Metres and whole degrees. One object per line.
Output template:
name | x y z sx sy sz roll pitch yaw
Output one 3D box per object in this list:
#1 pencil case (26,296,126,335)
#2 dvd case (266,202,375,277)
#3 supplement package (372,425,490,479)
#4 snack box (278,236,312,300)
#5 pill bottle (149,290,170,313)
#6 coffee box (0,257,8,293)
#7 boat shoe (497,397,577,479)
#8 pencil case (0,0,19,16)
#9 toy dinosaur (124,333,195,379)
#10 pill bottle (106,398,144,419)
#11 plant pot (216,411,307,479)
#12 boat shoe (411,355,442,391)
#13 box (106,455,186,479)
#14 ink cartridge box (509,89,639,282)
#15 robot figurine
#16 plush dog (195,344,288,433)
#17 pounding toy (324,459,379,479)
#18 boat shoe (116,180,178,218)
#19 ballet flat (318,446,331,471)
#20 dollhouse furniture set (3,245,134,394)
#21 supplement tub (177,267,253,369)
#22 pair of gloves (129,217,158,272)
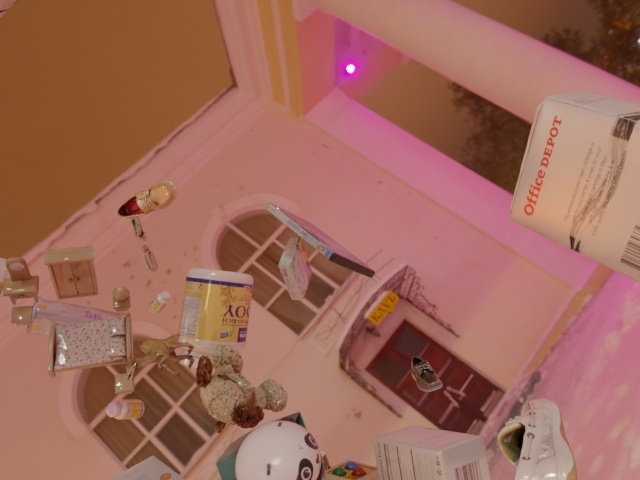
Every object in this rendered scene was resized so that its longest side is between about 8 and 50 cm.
pencil case | -0.734 0.251 1.517 0.124 0.272 0.114 1 76 63
dvd case | 0.000 0.000 1.198 0.180 0.253 0.022 26 -81 -51
supplement package | 0.191 0.397 0.879 0.105 0.105 0.179 -3 -10 -32
snack box | -0.064 0.074 1.307 0.141 0.037 0.100 73 -152 -44
pill bottle | -0.534 0.205 1.669 0.083 0.043 0.043 -45 -14 27
coffee box | -1.047 0.212 1.281 0.337 0.334 0.339 19 -78 -30
boat shoe | 0.336 0.321 0.807 0.277 0.096 0.098 -7 -78 -74
pencil case | -0.800 -0.491 1.074 0.411 0.159 0.183 -56 3 -20
toy dinosaur | -0.273 0.195 0.902 0.183 0.092 0.053 -41 -33 -71
pill bottle | -0.663 0.574 1.701 0.065 0.065 0.116 -55 -31 2
plant pot | -0.155 0.613 1.392 0.234 0.166 0.165 -19 3 15
boat shoe | 0.316 0.409 1.545 0.066 0.066 0.183 -18 6 -10
box | -0.401 0.746 1.272 0.215 0.345 0.169 3 -71 -66
ink cartridge box | 0.612 -0.104 0.984 0.166 0.394 0.286 -19 -52 -33
robot figurine | -0.070 0.487 0.993 0.173 0.209 0.279 -26 -53 -28
plush dog | -0.244 0.416 1.329 0.211 0.262 0.225 -53 -15 -12
pounding toy | 0.135 0.670 1.395 0.205 0.180 0.094 4 -99 -49
boat shoe | -0.414 -0.090 1.188 0.169 0.063 0.059 -23 9 25
ballet flat | -0.031 0.849 1.904 0.124 0.116 0.343 -46 -41 -17
dollhouse furniture set | -0.633 0.207 1.244 0.302 0.356 0.174 -5 -38 -20
supplement tub | -0.374 0.273 1.776 0.241 0.240 0.332 24 -108 -70
pair of gloves | -0.701 0.014 1.997 0.042 0.240 0.204 -20 -1 -16
